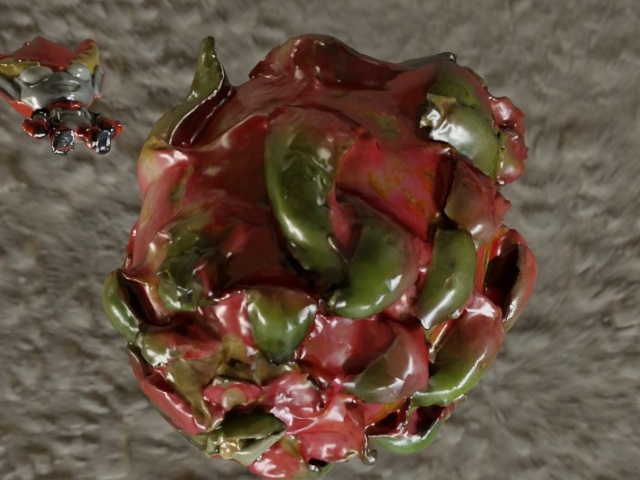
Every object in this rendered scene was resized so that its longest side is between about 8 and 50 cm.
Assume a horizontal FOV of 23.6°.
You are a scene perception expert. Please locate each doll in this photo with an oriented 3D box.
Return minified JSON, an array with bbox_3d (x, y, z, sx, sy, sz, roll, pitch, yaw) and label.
[{"bbox_3d":[-0.206,-0.112,1.191,0.109,0.057,0.169,-7,40,-23],"label":"doll"}]

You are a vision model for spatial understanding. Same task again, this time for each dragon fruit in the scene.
[{"bbox_3d":[0.009,0.006,0.935,0.237,0.231,0.302,30,50,33],"label":"dragon fruit"}]
